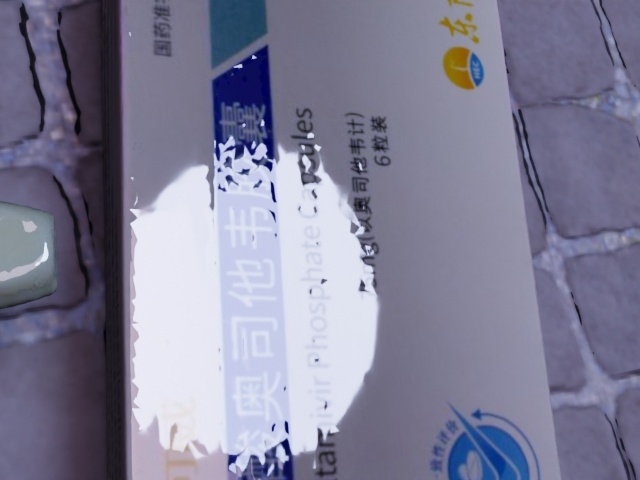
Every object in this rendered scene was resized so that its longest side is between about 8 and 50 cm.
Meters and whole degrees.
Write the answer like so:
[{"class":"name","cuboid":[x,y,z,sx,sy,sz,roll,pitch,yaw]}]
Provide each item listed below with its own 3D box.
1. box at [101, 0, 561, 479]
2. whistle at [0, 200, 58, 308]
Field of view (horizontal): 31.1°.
[{"class":"box","cuboid":[0.000,0.000,0.535,0.200,0.065,0.343,3,71,-21]},{"class":"whistle","cuboid":[-0.224,0.008,0.429,0.245,0.092,0.110,-1,68,-20]}]
